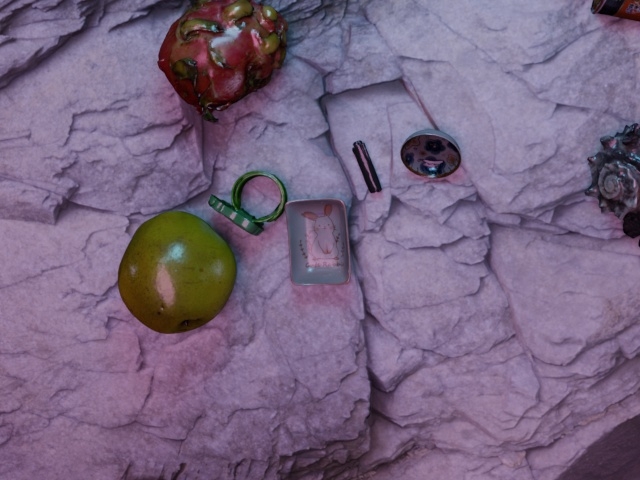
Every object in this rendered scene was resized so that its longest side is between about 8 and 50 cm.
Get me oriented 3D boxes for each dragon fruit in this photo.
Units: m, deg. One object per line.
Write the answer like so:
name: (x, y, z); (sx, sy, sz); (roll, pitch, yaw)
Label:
dragon fruit: (-0.211, -0.435, 1.843); (0.291, 0.269, 0.250); (-26, 105, 19)

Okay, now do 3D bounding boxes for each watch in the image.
watch: (-0.168, -0.104, 1.971); (0.165, 0.131, 0.152); (36, 96, 4)

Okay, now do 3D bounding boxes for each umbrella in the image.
umbrella: (0.109, -0.174, 1.940); (0.036, 0.031, 0.133); (-20, 96, 13)

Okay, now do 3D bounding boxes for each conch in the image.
conch: (0.695, -0.111, 1.762); (0.241, 0.186, 0.313); (-16, 118, 41)

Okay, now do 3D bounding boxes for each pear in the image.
pear: (-0.346, 0.084, 1.967); (0.294, 0.294, 0.294); (2, 102, 12)

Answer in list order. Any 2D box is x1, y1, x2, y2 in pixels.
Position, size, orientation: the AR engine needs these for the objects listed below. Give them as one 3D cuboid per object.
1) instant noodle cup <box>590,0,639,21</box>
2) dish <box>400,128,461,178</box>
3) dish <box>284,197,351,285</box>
instant noodle cup: (0.659, -0.516, 1.714); (0.136, 0.127, 0.127); (19, 105, 0)
dish: (0.260, -0.219, 1.884); (0.141, 0.078, 0.141); (10, 141, 8)
dish: (0.000, 0.000, 1.976); (0.151, 0.077, 0.212); (-2, 101, 14)
